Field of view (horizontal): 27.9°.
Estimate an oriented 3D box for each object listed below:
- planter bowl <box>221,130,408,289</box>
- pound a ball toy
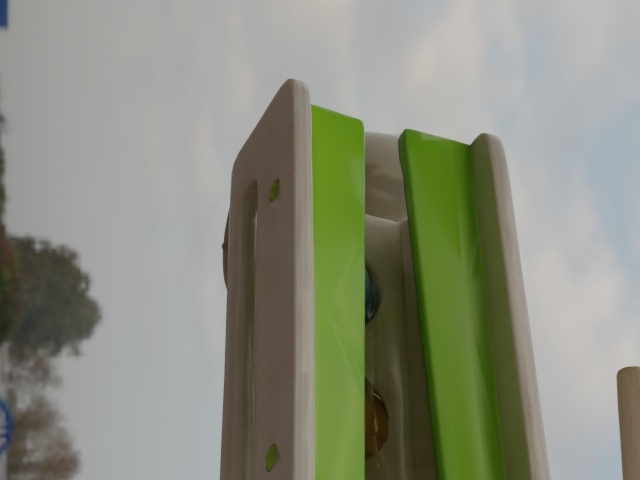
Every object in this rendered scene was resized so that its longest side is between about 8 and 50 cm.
[{"bbox_3d":[0.000,0.000,0.851,0.162,0.109,0.162,-170,-90,-68],"label":"planter bowl"},{"bbox_3d":[0.055,0.098,0.627,0.136,0.208,0.319,125,-29,-47],"label":"pound a ball toy"}]
